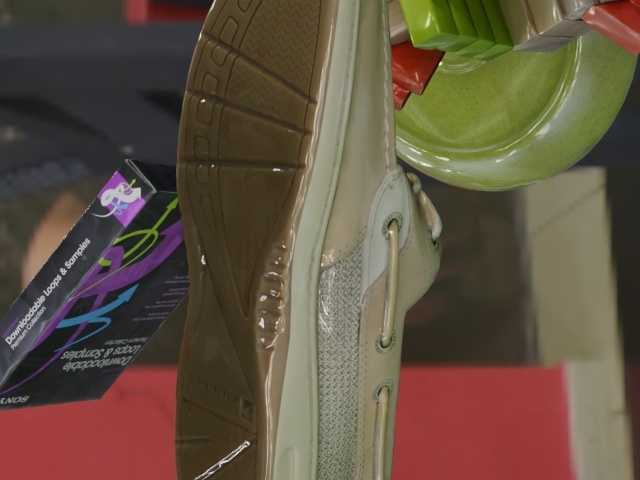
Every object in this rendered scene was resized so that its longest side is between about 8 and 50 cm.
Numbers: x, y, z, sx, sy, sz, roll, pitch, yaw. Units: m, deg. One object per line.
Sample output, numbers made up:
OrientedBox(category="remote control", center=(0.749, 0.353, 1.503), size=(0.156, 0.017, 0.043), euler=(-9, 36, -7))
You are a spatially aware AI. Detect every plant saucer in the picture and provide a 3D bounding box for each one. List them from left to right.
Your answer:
OrientedBox(category="plant saucer", center=(0.095, -0.147, 1.262), size=(0.241, 0.037, 0.241), euler=(10, 108, 33))

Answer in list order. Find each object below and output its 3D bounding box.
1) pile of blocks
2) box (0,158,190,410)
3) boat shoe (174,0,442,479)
OrientedBox(category="pile of blocks", center=(0.147, -0.161, 1.101), size=(0.149, 0.362, 0.113), euler=(36, -145, -73))
OrientedBox(category="box", center=(-0.112, 0.026, 1.024), size=(0.029, 0.116, 0.162), euler=(48, 110, 20))
OrientedBox(category="boat shoe", center=(0.000, 0.000, 0.870), size=(0.109, 0.098, 0.302), euler=(24, 114, 52))
